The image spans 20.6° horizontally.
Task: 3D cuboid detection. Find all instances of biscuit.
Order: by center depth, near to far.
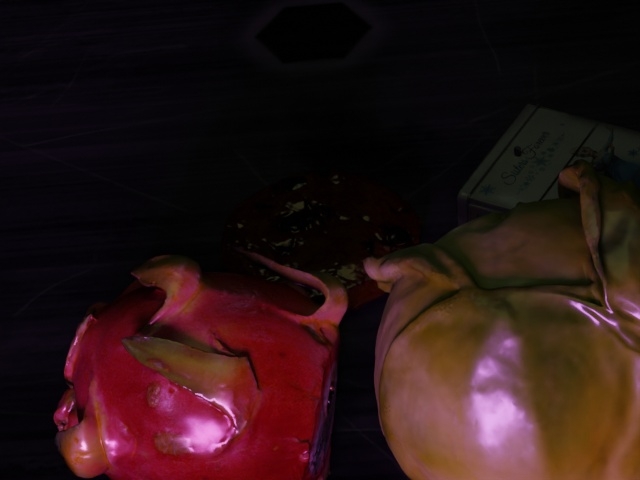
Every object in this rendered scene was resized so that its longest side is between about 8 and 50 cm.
[{"bbox_3d":[0.000,0.000,1.629,0.192,0.049,0.192,-2,43,2],"label":"biscuit"}]

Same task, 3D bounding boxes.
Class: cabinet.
[{"bbox_3d":[0.243,-0.001,1.514,0.206,0.150,0.145,17,45,26],"label":"cabinet"}]

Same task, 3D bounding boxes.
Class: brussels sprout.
[{"bbox_3d":[0.169,0.088,1.324,0.259,0.294,0.227,-8,13,-1],"label":"brussels sprout"}]

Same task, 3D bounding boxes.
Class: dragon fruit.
[{"bbox_3d":[-0.092,0.114,1.378,0.227,0.224,0.224,17,43,5],"label":"dragon fruit"}]
